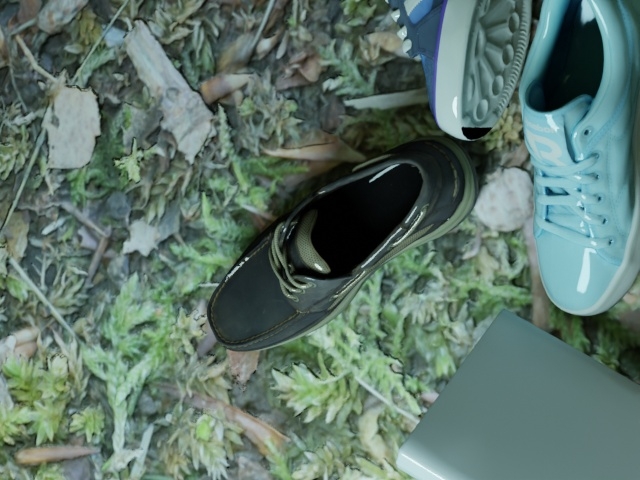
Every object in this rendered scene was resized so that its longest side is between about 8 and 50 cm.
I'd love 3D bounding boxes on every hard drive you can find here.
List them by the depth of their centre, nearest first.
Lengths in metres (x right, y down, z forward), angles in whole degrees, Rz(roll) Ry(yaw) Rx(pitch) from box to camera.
[{"bbox_3d":[0.254,0.214,1.357,0.307,0.203,0.040,30,147,17],"label":"hard drive"}]

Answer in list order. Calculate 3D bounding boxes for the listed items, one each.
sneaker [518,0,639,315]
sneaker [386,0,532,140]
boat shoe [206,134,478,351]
[{"bbox_3d":[0.236,-0.096,1.373,0.135,0.150,0.366,18,112,44],"label":"sneaker"},{"bbox_3d":[0.092,-0.276,1.509,0.236,0.130,0.323,10,99,37],"label":"sneaker"},{"bbox_3d":[0.000,0.000,1.537,0.355,0.130,0.132,-39,72,22],"label":"boat shoe"}]
